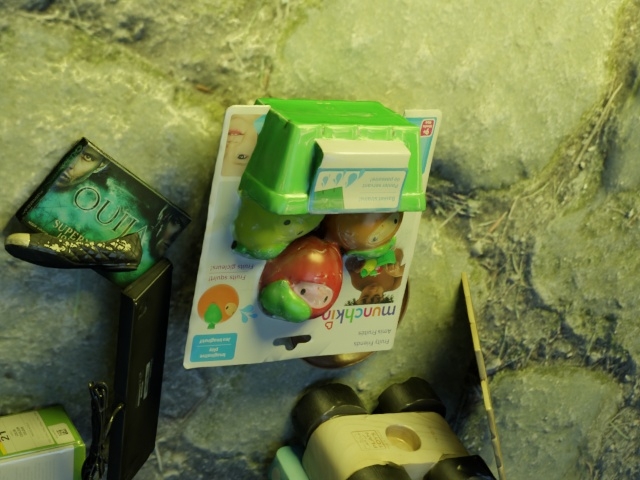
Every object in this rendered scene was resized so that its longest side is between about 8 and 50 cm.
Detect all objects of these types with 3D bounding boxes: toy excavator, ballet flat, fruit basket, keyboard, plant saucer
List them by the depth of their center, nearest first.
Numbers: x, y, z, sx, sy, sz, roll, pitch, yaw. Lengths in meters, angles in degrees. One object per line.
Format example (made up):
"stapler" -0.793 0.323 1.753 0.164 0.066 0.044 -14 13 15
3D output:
"ballet flat" -0.292 0.008 1.485 0.173 0.057 0.049 7 73 -36
"keyboard" -0.248 0.193 1.582 0.201 0.033 0.317 -53 155 -58
"fruit basket" 0.000 0.000 1.599 0.327 0.165 0.353 -1 108 -32
"plant saucer" 0.035 0.090 1.773 0.199 0.036 0.198 -15 123 -24
"toy excavator" -0.009 0.448 1.859 0.433 0.222 0.445 1 124 -32

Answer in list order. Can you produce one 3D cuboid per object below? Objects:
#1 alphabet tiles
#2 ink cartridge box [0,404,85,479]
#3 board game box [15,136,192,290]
"alphabet tiles" 0.245 0.228 1.841 0.011 0.285 0.342 -11 126 6
"ink cartridge box" -0.433 0.328 1.576 0.255 0.097 0.188 -8 120 -27
"board game box" -0.259 -0.028 1.524 0.126 0.026 0.186 -50 131 2
